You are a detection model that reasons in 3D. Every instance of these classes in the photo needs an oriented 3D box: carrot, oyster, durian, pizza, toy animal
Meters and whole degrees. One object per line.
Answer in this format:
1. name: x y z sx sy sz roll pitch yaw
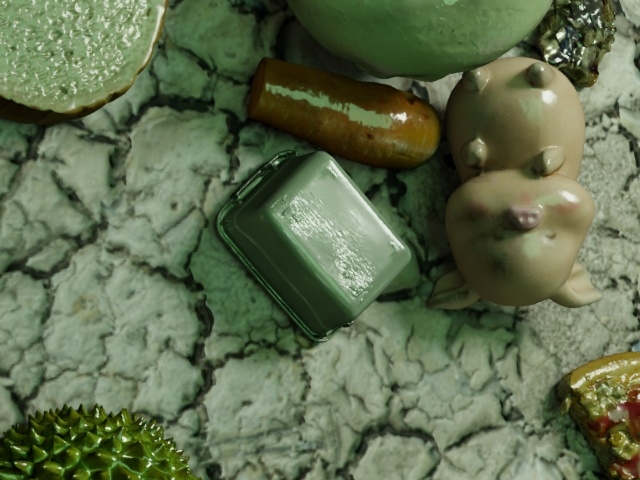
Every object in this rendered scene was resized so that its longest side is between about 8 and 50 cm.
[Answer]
1. carrot: 0.024 -0.120 1.615 0.193 0.087 0.087 13 76 -24
2. oyster: 0.282 -0.240 1.781 0.103 0.051 0.148 21 62 -29
3. durian: -0.207 0.241 1.396 0.237 0.176 0.200 -29 75 -16
4. pizza: 0.338 0.213 1.726 0.188 0.062 0.199 -6 85 -25
5. toy animal: 0.190 -0.056 1.649 0.166 0.154 0.250 0 88 17

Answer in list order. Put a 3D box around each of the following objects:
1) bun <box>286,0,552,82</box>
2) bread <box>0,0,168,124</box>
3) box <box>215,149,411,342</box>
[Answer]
1. bun: 0.101 -0.247 1.605 0.283 0.283 0.179 -39 139 -26
2. bread: -0.251 -0.217 1.502 0.236 0.070 0.236 4 80 -26
3. box: 0.000 0.000 1.576 0.172 0.093 0.124 49 64 -11
